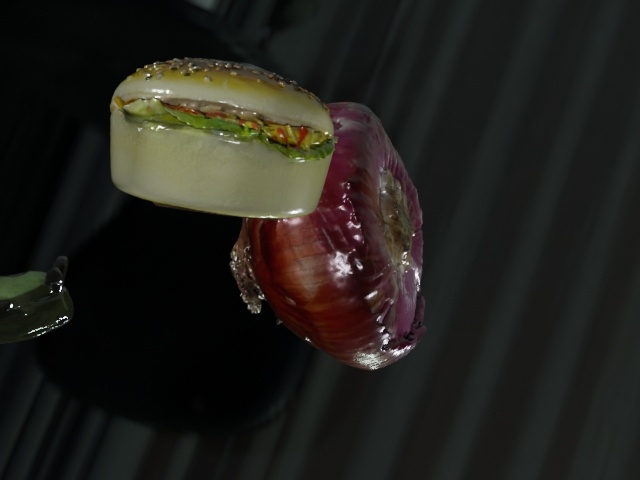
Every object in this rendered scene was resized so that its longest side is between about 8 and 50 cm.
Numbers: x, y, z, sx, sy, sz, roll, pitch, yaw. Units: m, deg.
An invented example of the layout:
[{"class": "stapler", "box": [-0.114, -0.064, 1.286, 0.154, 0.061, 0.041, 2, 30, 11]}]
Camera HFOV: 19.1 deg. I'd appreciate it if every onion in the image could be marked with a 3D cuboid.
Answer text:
[{"class": "onion", "box": [0.000, 0.000, 1.594, 0.163, 0.230, 0.230, -11, 149, 22]}]

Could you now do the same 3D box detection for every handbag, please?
[{"class": "handbag", "box": [-0.220, 0.049, 1.281, 0.111, 0.047, 0.072, -15, -167, 3]}]

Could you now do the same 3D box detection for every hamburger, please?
[{"class": "hamburger", "box": [-0.053, -0.057, 1.027, 0.126, 0.081, 0.141, 9, -173, 6]}]
